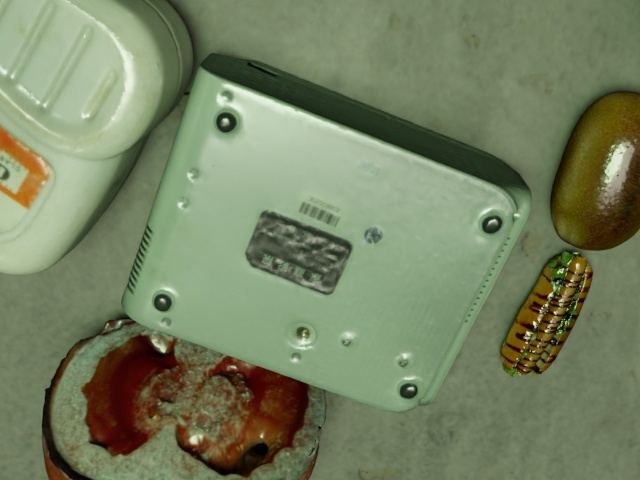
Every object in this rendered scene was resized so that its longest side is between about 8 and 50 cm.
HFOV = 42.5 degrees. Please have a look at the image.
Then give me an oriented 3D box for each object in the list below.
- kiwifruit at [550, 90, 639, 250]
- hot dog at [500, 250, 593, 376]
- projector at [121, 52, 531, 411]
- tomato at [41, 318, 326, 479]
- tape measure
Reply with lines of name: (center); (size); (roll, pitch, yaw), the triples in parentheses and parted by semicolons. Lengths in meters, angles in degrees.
kiwifruit: (0.217, -0.051, 0.615); (0.075, 0.075, 0.125); (16, 107, -5)
hot dog: (0.187, 0.063, 0.677); (0.049, 0.037, 0.122); (16, 112, -9)
projector: (0.000, 0.000, 0.617); (0.250, 0.108, 0.198); (21, 111, -7)
tomato: (-0.111, 0.172, 0.671); (0.214, 0.181, 0.155); (13, 129, 4)
tape measure: (-0.237, -0.126, 0.566); (0.258, 0.130, 0.265); (35, 113, -9)
